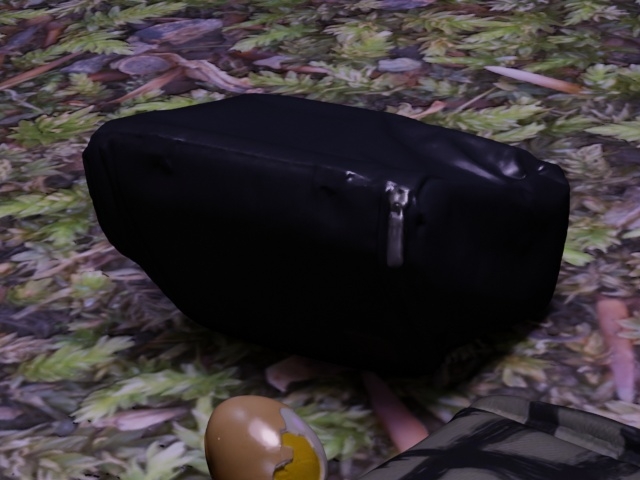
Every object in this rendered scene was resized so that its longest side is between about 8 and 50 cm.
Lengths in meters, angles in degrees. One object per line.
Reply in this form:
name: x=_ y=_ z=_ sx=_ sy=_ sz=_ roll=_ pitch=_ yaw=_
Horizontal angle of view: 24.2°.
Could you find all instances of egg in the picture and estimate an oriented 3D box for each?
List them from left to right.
egg: x=-0.036 y=0.135 z=0.938 sx=0.071 sy=0.071 sz=0.083 roll=-25 pitch=78 yaw=-34

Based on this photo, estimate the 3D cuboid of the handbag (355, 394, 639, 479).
handbag: x=0.116 y=0.198 z=0.648 sx=0.327 sy=0.163 sz=0.325 roll=8 pitch=19 yaw=36

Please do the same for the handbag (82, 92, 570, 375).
handbag: x=0.000 y=0.003 z=1.084 sx=0.301 sy=0.178 sz=0.275 roll=13 pitch=17 yaw=27
